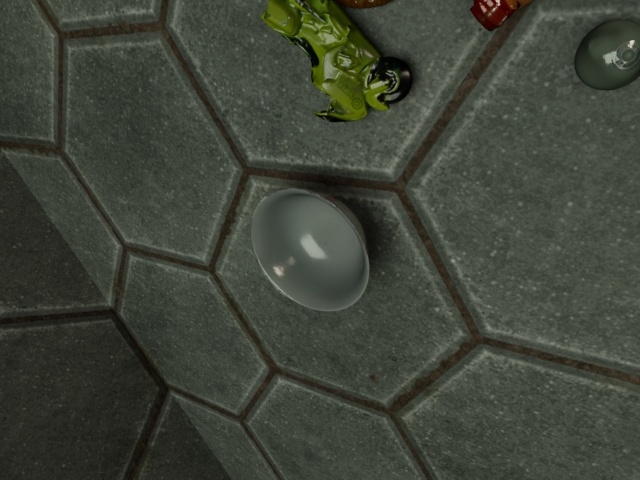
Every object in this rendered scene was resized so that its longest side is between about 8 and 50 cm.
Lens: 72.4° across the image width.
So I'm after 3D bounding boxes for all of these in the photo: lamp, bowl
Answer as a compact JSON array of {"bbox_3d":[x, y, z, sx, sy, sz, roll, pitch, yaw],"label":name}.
[{"bbox_3d":[0.465,-0.295,0.700,0.105,0.105,0.105,16,123,25],"label":"lamp"},{"bbox_3d":[0.000,0.000,1.134,0.346,0.157,0.345,16,124,26],"label":"bowl"}]

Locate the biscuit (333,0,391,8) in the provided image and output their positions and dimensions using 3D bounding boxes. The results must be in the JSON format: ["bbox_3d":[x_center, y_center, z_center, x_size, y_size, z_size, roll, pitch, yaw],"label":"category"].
[{"bbox_3d":[0.078,-0.600,0.816,0.305,0.038,0.305,16,124,25],"label":"biscuit"}]

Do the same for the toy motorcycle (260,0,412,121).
[{"bbox_3d":[0.018,-0.383,0.921,0.342,0.142,0.206,46,111,-3],"label":"toy motorcycle"}]

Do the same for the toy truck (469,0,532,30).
[{"bbox_3d":[0.261,-0.502,0.681,0.265,0.239,0.189,21,140,-33],"label":"toy truck"}]
